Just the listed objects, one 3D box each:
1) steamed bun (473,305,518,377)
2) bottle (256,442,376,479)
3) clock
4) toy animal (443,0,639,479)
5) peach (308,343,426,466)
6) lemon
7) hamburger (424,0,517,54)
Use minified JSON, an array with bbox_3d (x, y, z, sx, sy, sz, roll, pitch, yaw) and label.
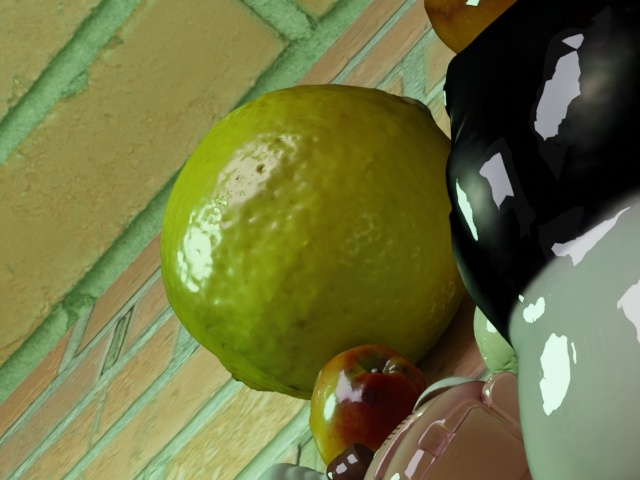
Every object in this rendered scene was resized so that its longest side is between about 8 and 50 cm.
[{"bbox_3d":[0.157,0.050,1.311,0.112,0.091,0.130,-51,11,-23],"label":"steamed bun"},{"bbox_3d":[-0.042,0.248,1.413,0.245,0.104,0.104,-47,13,14],"label":"bottle"},{"bbox_3d":[0.079,0.160,1.283,0.166,0.093,0.162,-55,10,-17],"label":"clock"},{"bbox_3d":[0.184,0.027,0.935,0.251,0.251,0.310,-41,37,35],"label":"toy animal"},{"bbox_3d":[0.037,0.139,1.486,0.100,0.101,0.100,-47,13,14],"label":"peach"},{"bbox_3d":[-0.001,0.001,1.609,0.293,0.293,0.293,-47,13,14],"label":"lemon"},{"bbox_3d":[0.254,-0.202,1.353,0.330,0.250,0.330,-46,13,14],"label":"hamburger"}]
